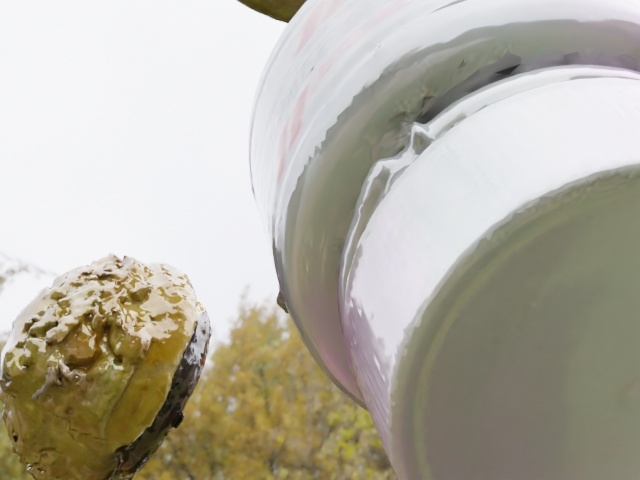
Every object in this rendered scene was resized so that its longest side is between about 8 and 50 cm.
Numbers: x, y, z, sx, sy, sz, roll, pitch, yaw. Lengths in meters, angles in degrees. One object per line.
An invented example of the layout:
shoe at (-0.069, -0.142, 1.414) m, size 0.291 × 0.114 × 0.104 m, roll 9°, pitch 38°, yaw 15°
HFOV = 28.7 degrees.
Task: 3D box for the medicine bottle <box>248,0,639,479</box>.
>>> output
medicine bottle at (0.101, -0.007, 0.646) m, size 0.256 × 0.325 × 0.256 m, roll -4°, pitch -62°, yaw -8°

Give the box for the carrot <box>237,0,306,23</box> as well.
carrot at (0.020, -0.351, 1.034) m, size 0.224 × 0.224 × 0.341 m, roll 23°, pitch -55°, yaw 2°

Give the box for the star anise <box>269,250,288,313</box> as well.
star anise at (0.000, -0.003, 1.434) m, size 0.129 × 0.212 × 0.283 m, roll -9°, pitch -89°, yaw -6°

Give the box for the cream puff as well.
cream puff at (-0.163, 0.091, 0.891) m, size 0.129 × 0.189 × 0.189 m, roll 29°, pitch -43°, yaw -13°
